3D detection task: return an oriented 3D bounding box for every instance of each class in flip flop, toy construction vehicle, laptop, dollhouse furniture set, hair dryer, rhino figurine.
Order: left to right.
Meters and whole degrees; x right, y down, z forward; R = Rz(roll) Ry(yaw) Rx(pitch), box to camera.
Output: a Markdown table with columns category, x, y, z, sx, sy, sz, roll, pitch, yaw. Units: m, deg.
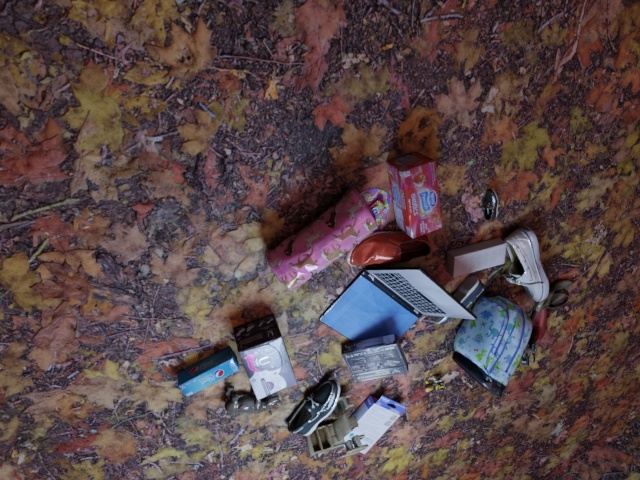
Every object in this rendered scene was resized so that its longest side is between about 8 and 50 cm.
| category | x | y | z | sx | sy | sz | roll | pitch | yaw |
| --- | --- | --- | --- | --- | --- | --- | --- | --- | --- |
| rhino figurine | -0.260 | 0.631 | 1.681 | 0.243 | 0.073 | 0.106 | 14 | 106 | -26 |
| dollhouse furniture set | 0.050 | 0.795 | 1.787 | 0.160 | 0.212 | 0.242 | -2 | 143 | -26 |
| laptop | 0.290 | 0.293 | 1.622 | 0.382 | 0.407 | 0.237 | 37 | 65 | -30 |
| toy construction vehicle | 0.531 | 0.663 | 2.002 | 0.098 | 0.035 | 0.086 | -14 | 130 | -9 |
| hair dryer | 0.987 | 0.428 | 1.955 | 0.224 | 0.080 | 0.294 | 64 | 42 | -63 |
| flip flop | 1.060 | 0.257 | 1.933 | 0.277 | 0.080 | 0.112 | -17 | 120 | -35 |

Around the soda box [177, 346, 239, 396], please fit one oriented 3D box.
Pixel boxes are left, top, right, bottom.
| category | x | y | z | sx | sy | sz | roll | pitch | yaw |
| --- | --- | --- | --- | --- | --- | --- | --- | --- | --- |
| soda box | -0.403 | 0.472 | 1.552 | 0.210 | 0.071 | 0.067 | -26 | 121 | -6 |

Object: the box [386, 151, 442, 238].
| category | x | y | z | sx | sy | sz | roll | pitch | yaw |
| --- | --- | --- | --- | --- | --- | --- | --- | --- | --- |
| box | 0.321 | -0.155 | 1.466 | 0.122 | 0.128 | 0.257 | -20 | 120 | -9 |

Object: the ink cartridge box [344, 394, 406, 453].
| category | x | y | z | sx | sy | sz | roll | pitch | yaw |
| --- | --- | --- | --- | --- | --- | --- | --- | --- | --- |
| ink cartridge box | 0.227 | 0.821 | 1.952 | 0.185 | 0.065 | 0.311 | 34 | 103 | -29 |

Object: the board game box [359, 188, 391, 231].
| category | x | y | z | sx | sy | sz | roll | pitch | yaw |
| --- | --- | --- | --- | --- | --- | --- | --- | --- | --- |
| board game box | 0.187 | -0.096 | 1.504 | 0.133 | 0.033 | 0.169 | -2 | 116 | -18 |

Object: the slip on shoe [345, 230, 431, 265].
| category | x | y | z | sx | sy | sz | roll | pitch | yaw |
| --- | --- | --- | --- | --- | --- | --- | --- | --- | --- |
| slip on shoe | 0.250 | 0.034 | 1.551 | 0.331 | 0.101 | 0.123 | -8 | 120 | -14 |

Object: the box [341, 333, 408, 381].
| category | x | y | z | sx | sy | sz | roll | pitch | yaw |
| --- | --- | --- | --- | --- | --- | --- | --- | --- | --- |
| box | 0.221 | 0.477 | 1.735 | 0.230 | 0.056 | 0.183 | -16 | 122 | 16 |

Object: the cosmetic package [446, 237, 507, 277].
| category | x | y | z | sx | sy | sz | roll | pitch | yaw |
| --- | --- | --- | --- | --- | --- | --- | --- | --- | --- |
| cosmetic package | 0.622 | 0.066 | 1.720 | 0.238 | 0.060 | 0.099 | -13 | 121 | -13 |

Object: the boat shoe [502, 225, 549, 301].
| category | x | y | z | sx | sy | sz | roll | pitch | yaw |
| --- | --- | --- | --- | --- | --- | --- | --- | --- | --- |
| boat shoe | 0.829 | 0.128 | 1.782 | 0.156 | 0.136 | 0.367 | -28 | 119 | -5 |

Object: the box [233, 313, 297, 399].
| category | x | y | z | sx | sy | sz | roll | pitch | yaw |
| --- | --- | --- | --- | --- | --- | --- | --- | --- | --- |
| box | -0.200 | 0.424 | 1.559 | 0.163 | 0.142 | 0.248 | -19 | 119 | -10 |

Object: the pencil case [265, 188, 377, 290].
| category | x | y | z | sx | sy | sz | roll | pitch | yaw |
| --- | --- | --- | --- | --- | --- | --- | --- | --- | --- |
| pencil case | 0.000 | 0.000 | 1.407 | 0.386 | 0.167 | 0.160 | -37 | 98 | 1 |

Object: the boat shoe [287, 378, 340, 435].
| category | x | y | z | sx | sy | sz | roll | pitch | yaw |
| --- | --- | --- | --- | --- | --- | --- | --- | --- | --- |
| boat shoe | -0.029 | 0.688 | 1.766 | 0.091 | 0.114 | 0.303 | 22 | 106 | -33 |

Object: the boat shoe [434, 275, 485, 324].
| category | x | y | z | sx | sy | sz | roll | pitch | yaw |
| --- | --- | --- | --- | --- | --- | --- | --- | --- | --- |
| boat shoe | 0.578 | 0.260 | 1.786 | 0.079 | 0.095 | 0.254 | 41 | 88 | -19 |

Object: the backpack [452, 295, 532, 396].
| category | x | y | z | sx | sy | sz | roll | pitch | yaw |
| --- | --- | --- | --- | --- | --- | --- | --- | --- | --- |
| backpack | 0.722 | 0.412 | 1.810 | 0.273 | 0.290 | 0.355 | 44 | 89 | -16 |

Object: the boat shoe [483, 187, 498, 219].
| category | x | y | z | sx | sy | sz | roll | pitch | yaw |
| --- | --- | --- | --- | --- | --- | --- | --- | --- | --- |
| boat shoe | 0.645 | -0.136 | 1.636 | 0.042 | 0.049 | 0.133 | -28 | 126 | -14 |
